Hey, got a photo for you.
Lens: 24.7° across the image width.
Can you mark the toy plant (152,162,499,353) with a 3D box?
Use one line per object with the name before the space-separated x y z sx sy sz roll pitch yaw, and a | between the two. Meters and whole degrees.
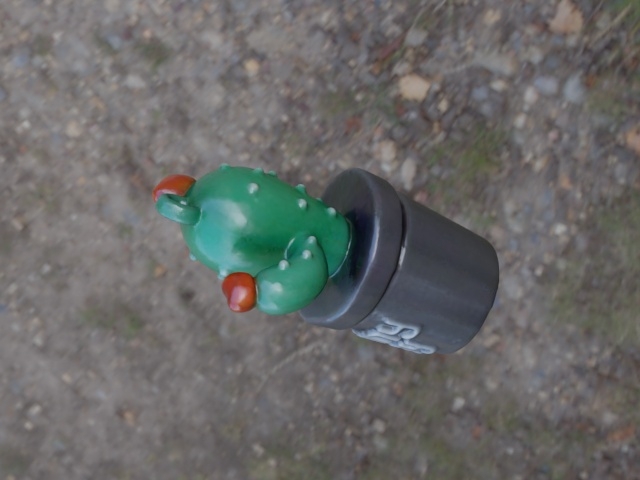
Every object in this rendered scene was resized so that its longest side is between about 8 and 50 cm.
toy plant | 0.001 0.009 1.626 0.400 0.279 0.185 20 131 -25
